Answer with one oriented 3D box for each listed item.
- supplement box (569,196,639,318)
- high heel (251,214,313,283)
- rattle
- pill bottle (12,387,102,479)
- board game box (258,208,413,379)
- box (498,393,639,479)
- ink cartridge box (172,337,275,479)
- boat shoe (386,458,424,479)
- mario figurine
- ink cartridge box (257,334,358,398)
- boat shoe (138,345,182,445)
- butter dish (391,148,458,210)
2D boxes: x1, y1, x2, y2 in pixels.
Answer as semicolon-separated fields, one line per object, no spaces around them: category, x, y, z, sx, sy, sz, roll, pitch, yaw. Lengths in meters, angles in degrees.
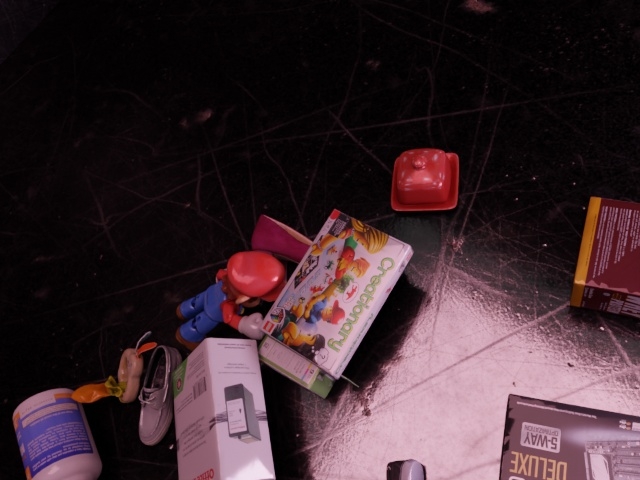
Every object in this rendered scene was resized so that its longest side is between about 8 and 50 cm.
supplement box;0.606;0.041;1.104;0.194;0.129;0.191;11;69;24
high heel;0.000;0.000;1.338;0.377;0.127;0.181;-6;73;21
rattle;-0.476;0.290;1.321;0.143;0.199;0.130;18;44;-18
pill bottle;-0.590;0.489;1.294;0.152;0.152;0.272;-35;58;0
board game box;0.033;0.104;1.184;0.193;0.053;0.305;27;79;25
box;0.473;0.419;0.992;0.307;0.076;0.242;6;67;22
ink cartridge box;-0.210;0.376;1.180;0.211;0.122;0.289;-43;48;43
boat shoe;0.145;0.527;1.062;0.076;0.080;0.228;-12;63;35
mario figurine;-0.188;0.146;1.316;0.320;0.170;0.198;-34;81;32
ink cartridge box;-0.031;0.282;1.224;0.209;0.109;0.062;24;75;28
boat shoe;-0.388;0.356;1.331;0.079;0.081;0.227;-1;64;19
butter dish;0.239;-0.160;1.344;0.160;0.118;0.160;-1;65;20
